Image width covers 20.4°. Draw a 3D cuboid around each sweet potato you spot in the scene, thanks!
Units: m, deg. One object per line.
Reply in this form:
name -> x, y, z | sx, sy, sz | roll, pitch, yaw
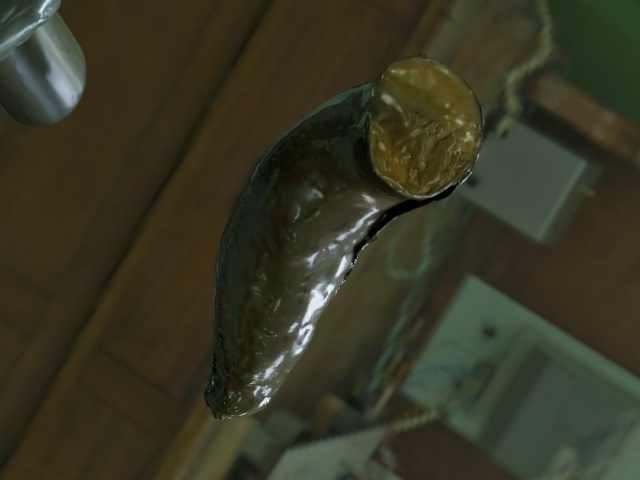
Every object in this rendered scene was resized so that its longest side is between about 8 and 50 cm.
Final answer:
sweet potato -> -0.006, -0.001, 1.016 | 0.085, 0.112, 0.286 | 12, 132, -33

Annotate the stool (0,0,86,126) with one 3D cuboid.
stool -> -0.177, -0.254, 0.926 | 0.310, 0.310, 0.226 | -48, 172, 6
